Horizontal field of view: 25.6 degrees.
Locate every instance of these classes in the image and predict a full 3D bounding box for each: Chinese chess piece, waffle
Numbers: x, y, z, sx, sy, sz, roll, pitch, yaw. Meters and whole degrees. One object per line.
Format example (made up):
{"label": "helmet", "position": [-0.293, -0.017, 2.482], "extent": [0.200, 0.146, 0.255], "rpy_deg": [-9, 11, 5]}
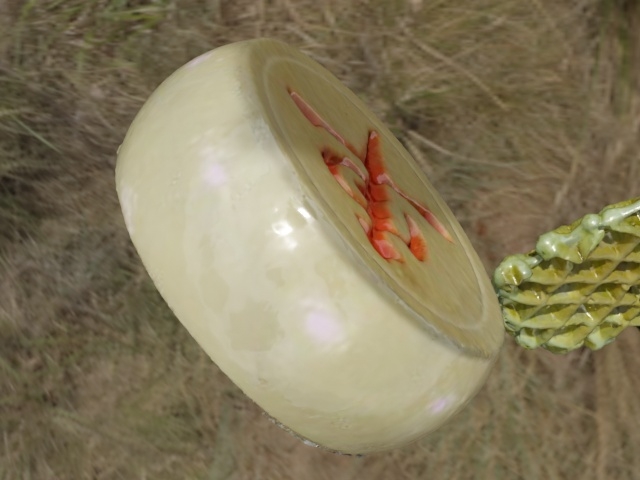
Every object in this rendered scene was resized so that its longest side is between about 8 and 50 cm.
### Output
{"label": "Chinese chess piece", "position": [0.000, 0.000, 0.801], "extent": [0.097, 0.251, 0.251], "rpy_deg": [-38, 110, 19]}
{"label": "waffle", "position": [0.190, 0.021, 0.897], "extent": [0.169, 0.183, 0.036], "rpy_deg": [-22, 61, 10]}

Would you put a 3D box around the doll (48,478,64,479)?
{"label": "doll", "position": [-0.149, 0.219, 0.548], "extent": [0.093, 0.211, 0.262], "rpy_deg": [24, 68, -21]}
